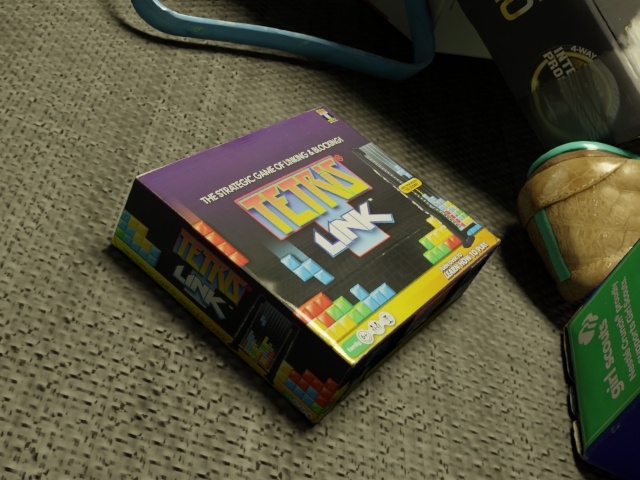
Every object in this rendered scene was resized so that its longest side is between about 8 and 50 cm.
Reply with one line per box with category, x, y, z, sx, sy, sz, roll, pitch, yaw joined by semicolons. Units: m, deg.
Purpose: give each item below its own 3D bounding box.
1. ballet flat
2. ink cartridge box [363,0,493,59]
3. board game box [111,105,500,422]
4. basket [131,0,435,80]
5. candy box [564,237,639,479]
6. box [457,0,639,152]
ballet flat;0.291;0.024;0.614;0.343;0.116;0.124;10;61;-23
ink cartridge box;0.149;-0.247;0.818;0.176;0.127;0.128;-1;36;-36
board game box;0.000;0.000;0.484;0.141;0.048;0.170;40;36;14
basket;-0.027;-0.276;0.707;0.255;0.201;0.288;7;67;-33
candy box;0.320;0.029;0.432;0.268;0.317;0.122;26;34;-5
box;0.227;-0.269;0.707;0.395;0.097;0.318;-32;94;-42
